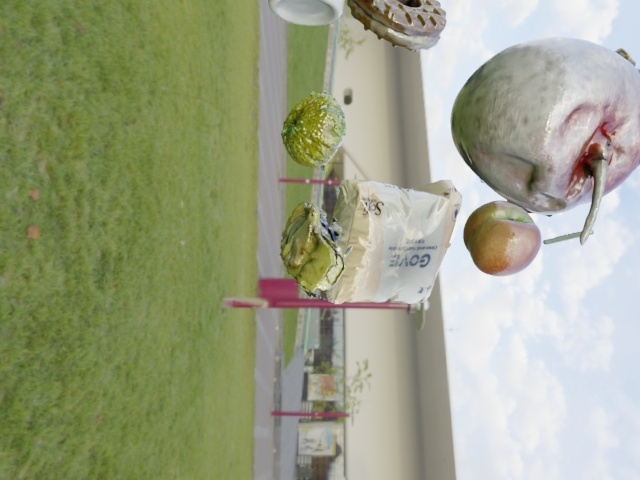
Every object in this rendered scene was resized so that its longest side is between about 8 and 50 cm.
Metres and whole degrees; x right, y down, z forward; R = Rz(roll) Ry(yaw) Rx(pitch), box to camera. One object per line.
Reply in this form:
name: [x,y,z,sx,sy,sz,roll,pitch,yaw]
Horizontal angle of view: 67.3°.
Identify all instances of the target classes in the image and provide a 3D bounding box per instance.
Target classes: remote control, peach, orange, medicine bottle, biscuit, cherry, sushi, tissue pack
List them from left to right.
medicine bottle: [-0.026,-0.804,1.303,0.211,0.211,0.372,-139,-126,-89]
orange: [-0.028,-0.438,1.897,0.301,0.223,0.300,-50,-139,33]
sushi: [-0.006,-0.003,0.934,0.139,0.131,0.291,-60,-168,14]
tissue pack: [0.192,0.007,1.359,0.195,0.375,0.390,-133,-131,-58]
biscuit: [0.240,-0.714,1.491,0.103,0.331,0.332,122,-24,-48]
peach: [0.599,0.000,1.606,0.252,0.252,0.253,-179,-90,-89]
cherry: [0.375,-0.199,0.839,0.326,0.334,0.292,-14,124,-49]
remote control: [0.667,-0.009,1.296,0.053,0.124,0.018,3,74,-54]

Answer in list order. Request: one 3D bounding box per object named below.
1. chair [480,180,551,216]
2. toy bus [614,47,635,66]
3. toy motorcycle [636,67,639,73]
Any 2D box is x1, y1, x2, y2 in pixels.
chair: [0.722,-0.217,1.806,0.186,0.319,0.160,-54,140,-30]
toy bus: [0.773,-0.462,1.340,0.072,0.172,0.057,59,26,1]
toy motorcycle: [0.659,-0.246,0.890,0.171,0.110,0.260,120,-32,-50]
